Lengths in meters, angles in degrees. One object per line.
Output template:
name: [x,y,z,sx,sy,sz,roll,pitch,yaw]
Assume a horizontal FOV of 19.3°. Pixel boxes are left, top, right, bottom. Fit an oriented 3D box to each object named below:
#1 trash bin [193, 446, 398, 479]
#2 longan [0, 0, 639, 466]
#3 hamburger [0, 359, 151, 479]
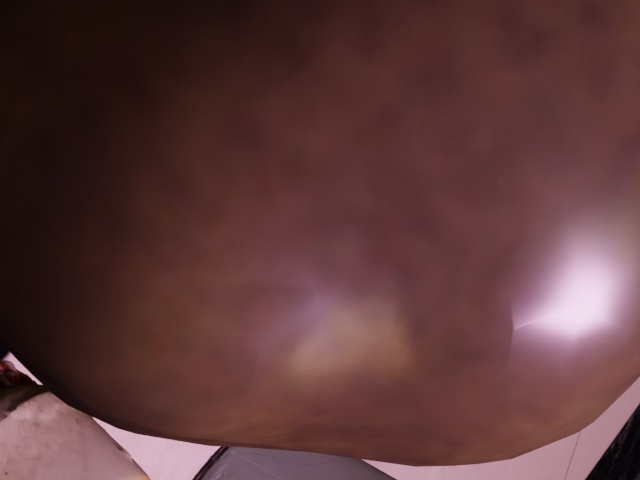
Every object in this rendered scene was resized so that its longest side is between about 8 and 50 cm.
trash bin: [0.028,0.290,1.468,0.217,0.262,0.277,-42,150,-39]
longan: [0.011,-0.049,0.961,0.404,0.404,0.336,-37,145,-45]
hamburger: [-0.221,0.204,1.033,0.295,0.151,0.227,-50,159,-36]
